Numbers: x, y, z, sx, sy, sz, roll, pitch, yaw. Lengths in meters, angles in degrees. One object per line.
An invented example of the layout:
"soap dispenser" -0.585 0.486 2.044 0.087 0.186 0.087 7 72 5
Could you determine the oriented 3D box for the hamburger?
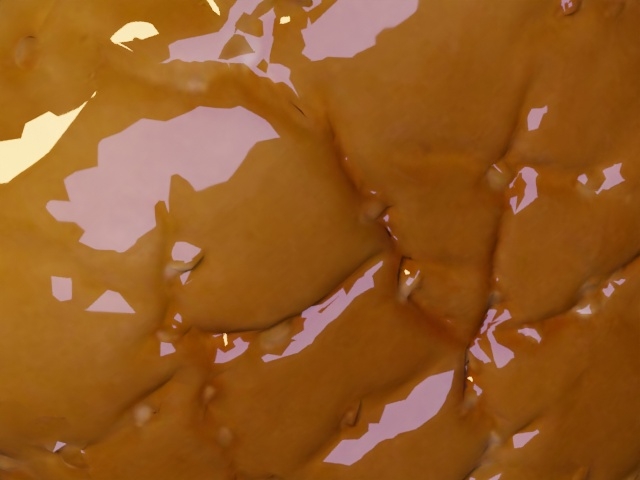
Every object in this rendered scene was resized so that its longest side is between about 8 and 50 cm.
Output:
"hamburger" 0.000 0.000 0.599 0.318 0.158 0.318 -13 121 -22
